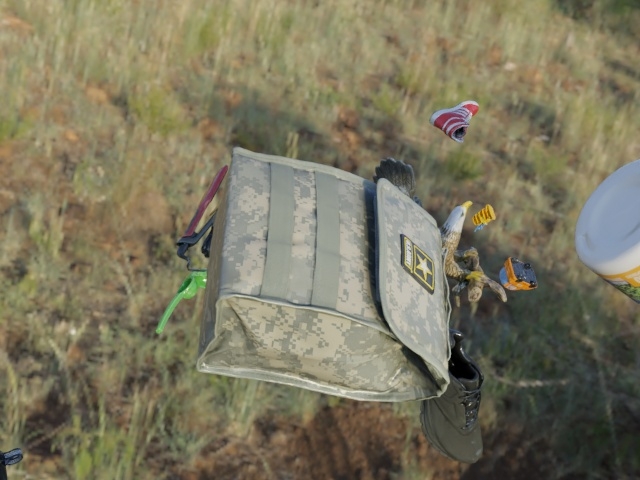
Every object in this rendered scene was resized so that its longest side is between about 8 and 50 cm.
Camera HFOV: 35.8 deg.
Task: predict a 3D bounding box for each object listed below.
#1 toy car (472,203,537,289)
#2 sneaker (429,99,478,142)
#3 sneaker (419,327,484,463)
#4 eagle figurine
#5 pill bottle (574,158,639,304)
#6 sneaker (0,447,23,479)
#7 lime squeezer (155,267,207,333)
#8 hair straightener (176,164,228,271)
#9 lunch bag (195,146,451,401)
[{"bbox_3d":[0.245,0.015,1.326,0.060,0.040,0.122,-1,64,-52],"label":"toy car"},{"bbox_3d":[0.261,-0.216,1.805,0.118,0.042,0.067,-22,53,-35],"label":"sneaker"},{"bbox_3d":[0.243,0.284,1.802,0.130,0.286,0.109,-8,22,45],"label":"sneaker"},{"bbox_3d":[0.209,-0.003,1.945,0.298,0.225,0.226,30,-22,-27],"label":"eagle figurine"},{"bbox_3d":[0.445,0.032,1.169,0.272,0.152,0.152,32,10,-22],"label":"pill bottle"},{"bbox_3d":[-0.483,0.329,1.197,0.101,0.269,0.153,56,10,25],"label":"sneaker"},{"bbox_3d":[-0.266,0.119,2.143,0.059,0.109,0.310,-12,1,36],"label":"lime squeezer"},{"bbox_3d":[-0.178,-0.028,1.699,0.089,0.047,0.230,38,44,-17],"label":"hair straightener"},{"bbox_3d":[0.018,0.044,1.126,0.287,0.169,0.235,12,47,-11],"label":"lunch bag"}]
